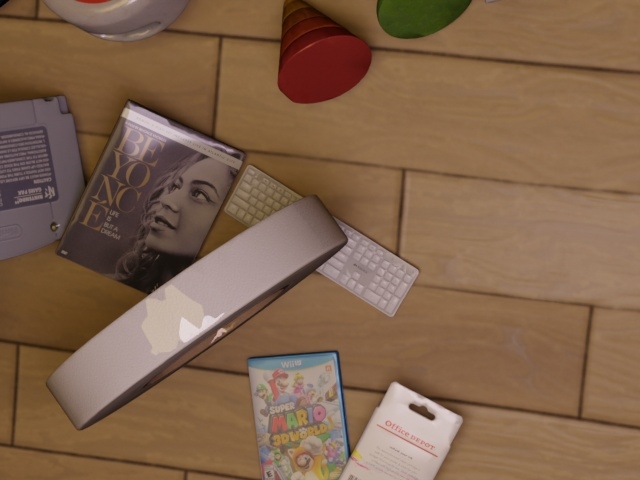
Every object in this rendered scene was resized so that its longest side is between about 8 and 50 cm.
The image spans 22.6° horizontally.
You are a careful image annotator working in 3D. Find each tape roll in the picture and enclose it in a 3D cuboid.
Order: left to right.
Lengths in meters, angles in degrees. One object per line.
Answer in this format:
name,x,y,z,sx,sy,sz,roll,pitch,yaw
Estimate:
tape roll,-0.141,0.084,1.861,0.392,0.392,0.072,-37,86,15

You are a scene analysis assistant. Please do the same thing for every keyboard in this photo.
keyboard,0.000,0.000,2.007,0.256,0.014,0.072,32,103,9

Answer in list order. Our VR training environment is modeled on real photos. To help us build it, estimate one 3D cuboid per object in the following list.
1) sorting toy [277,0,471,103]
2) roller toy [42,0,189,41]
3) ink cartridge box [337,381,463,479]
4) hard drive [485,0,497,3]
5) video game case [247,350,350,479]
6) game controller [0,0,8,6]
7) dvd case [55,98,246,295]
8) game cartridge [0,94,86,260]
sorting toy,0.086,-0.314,1.924,0.365,0.127,0.126,-33,58,12
roller toy,-0.254,-0.347,1.964,0.209,0.146,0.191,40,95,13
ink cartridge box,0.094,0.270,1.982,0.104,0.061,0.181,28,98,4
hard drive,0.238,-0.444,1.827,0.203,0.040,0.307,-18,76,2
video game case,-0.026,0.227,2.038,0.119,0.015,0.166,-6,95,15
game controller,-0.529,-0.322,2.089,0.319,0.067,0.166,-35,73,15
dvd case,-0.215,-0.046,2.023,0.164,0.018,0.221,25,102,-13
game cartridge,-0.424,-0.069,1.978,0.060,0.294,0.196,-11,91,46
